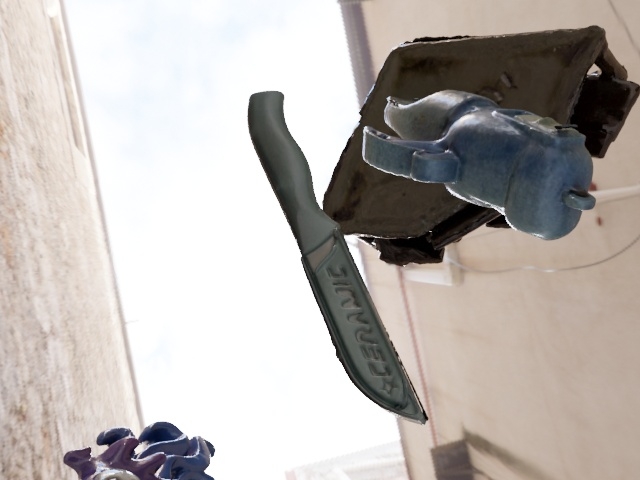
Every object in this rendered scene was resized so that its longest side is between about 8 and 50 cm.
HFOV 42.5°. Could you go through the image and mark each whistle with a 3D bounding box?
[{"bbox_3d":[0.139,-0.077,0.713,0.180,0.269,0.093,-5,-68,-25],"label":"whistle"}]

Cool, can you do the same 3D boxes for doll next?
[{"bbox_3d":[-0.118,0.172,0.571,0.110,0.206,0.067,39,-79,5],"label":"doll"}]

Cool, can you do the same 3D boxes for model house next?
[{"bbox_3d":[0.214,-0.090,1.019,0.297,0.282,0.317,22,-89,31],"label":"model house"}]

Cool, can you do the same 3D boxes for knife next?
[{"bbox_3d":[-0.001,0.000,0.408,0.028,0.015,0.210,-22,-121,-2],"label":"knife"}]
